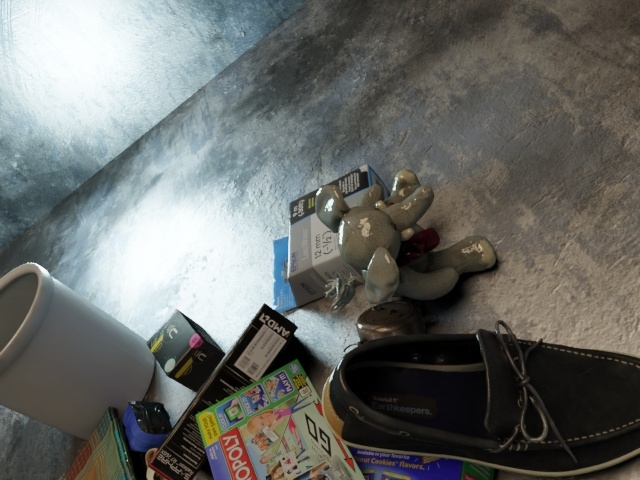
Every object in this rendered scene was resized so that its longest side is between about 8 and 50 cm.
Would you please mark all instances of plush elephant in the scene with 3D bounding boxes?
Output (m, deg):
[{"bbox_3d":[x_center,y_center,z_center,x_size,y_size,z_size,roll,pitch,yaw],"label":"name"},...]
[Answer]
[{"bbox_3d":[0.128,-0.007,1.094,0.329,0.255,0.272,-34,68,-4],"label":"plush elephant"}]

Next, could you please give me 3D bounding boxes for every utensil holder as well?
[{"bbox_3d":[-0.671,0.297,1.510,0.327,0.385,0.328,-23,43,23],"label":"utensil holder"}]

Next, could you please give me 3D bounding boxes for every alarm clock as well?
[{"bbox_3d":[0.119,0.170,1.135,0.192,0.064,0.129,-29,19,-29],"label":"alarm clock"}]

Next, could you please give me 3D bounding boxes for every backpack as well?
[{"bbox_3d":[-0.400,0.443,1.377,0.120,0.097,0.101,34,109,51],"label":"backpack"}]

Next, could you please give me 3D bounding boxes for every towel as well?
[{"bbox_3d":[-0.505,0.584,1.322,0.272,0.040,0.370,-57,34,4],"label":"towel"}]

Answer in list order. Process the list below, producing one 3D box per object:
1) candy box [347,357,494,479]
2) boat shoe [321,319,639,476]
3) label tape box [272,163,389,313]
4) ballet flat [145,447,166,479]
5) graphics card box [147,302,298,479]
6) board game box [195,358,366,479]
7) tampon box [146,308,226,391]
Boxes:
[{"bbox_3d":[0.137,0.354,0.967,0.268,0.122,0.317,-9,51,37],"label":"candy box"},{"bbox_3d":[0.248,0.215,0.823,0.499,0.156,0.187,0,54,4],"label":"boat shoe"},{"bbox_3d":[0.000,0.000,1.413,0.347,0.115,0.249,-23,43,21],"label":"label tape box"},{"bbox_3d":[-0.323,0.534,1.235,0.086,0.086,0.248,-40,39,4],"label":"ballet flat"},{"bbox_3d":[-0.192,0.309,1.223,0.371,0.094,0.233,-55,-1,-14],"label":"graphics card box"},{"bbox_3d":[-0.070,0.355,0.971,0.213,0.046,0.317,-27,35,-10],"label":"board game box"},{"bbox_3d":[-0.335,0.270,1.467,0.120,0.101,0.161,-50,39,-7],"label":"tampon box"}]
